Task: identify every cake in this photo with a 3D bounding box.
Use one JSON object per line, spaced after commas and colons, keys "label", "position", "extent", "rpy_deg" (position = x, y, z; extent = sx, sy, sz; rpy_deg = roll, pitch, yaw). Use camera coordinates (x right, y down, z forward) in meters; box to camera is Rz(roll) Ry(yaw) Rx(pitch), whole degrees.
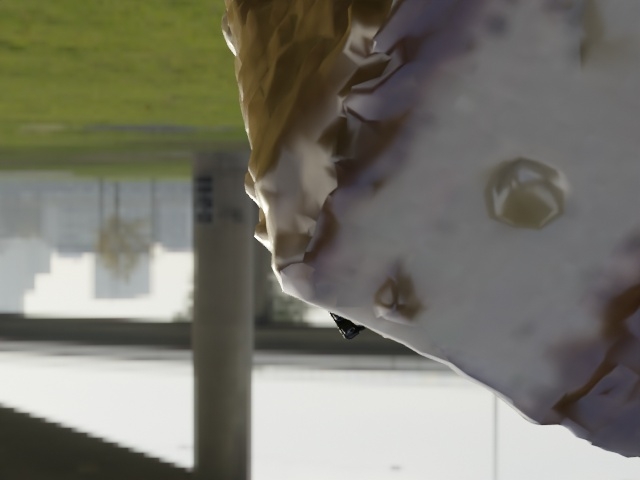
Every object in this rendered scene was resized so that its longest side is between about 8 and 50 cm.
{"label": "cake", "position": [0.132, -0.094, 0.464], "extent": [0.290, 0.282, 0.256], "rpy_deg": [20, -153, -21]}

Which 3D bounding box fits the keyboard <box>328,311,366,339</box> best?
{"label": "keyboard", "position": [0.000, 0.000, 1.480], "extent": [0.060, 0.195, 0.018], "rpy_deg": [-36, 149, 3]}
